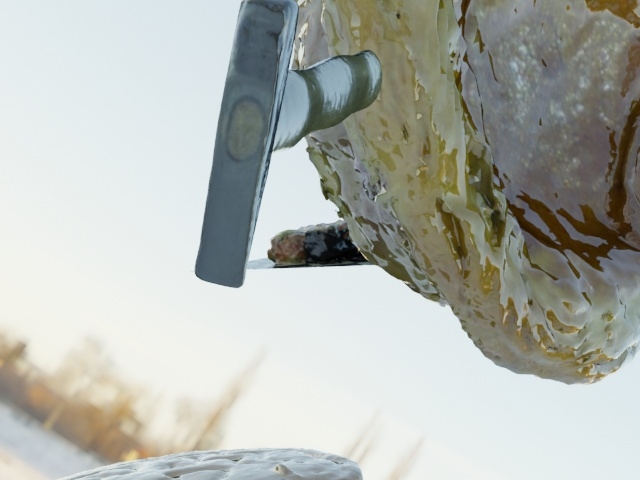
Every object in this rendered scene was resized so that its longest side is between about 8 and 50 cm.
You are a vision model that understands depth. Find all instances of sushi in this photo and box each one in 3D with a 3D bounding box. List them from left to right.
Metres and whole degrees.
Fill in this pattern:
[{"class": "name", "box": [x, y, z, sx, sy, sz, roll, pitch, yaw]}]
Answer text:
[{"class": "sushi", "box": [0.000, 0.000, 1.167, 0.126, 0.026, 0.120, -3, 4, 27]}]

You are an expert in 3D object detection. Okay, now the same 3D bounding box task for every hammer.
[{"class": "hammer", "box": [-0.002, -0.032, 0.480, 0.013, 0.062, 0.199, 12, 9, 7]}]

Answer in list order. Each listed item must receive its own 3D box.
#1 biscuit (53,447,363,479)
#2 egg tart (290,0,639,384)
[{"class": "biscuit", "box": [-0.159, 0.227, 1.556, 0.365, 0.062, 0.385, -14, 4, -44]}, {"class": "egg tart", "box": [0.084, -0.085, 1.027, 0.150, 0.352, 0.352, -16, -42, 34]}]
